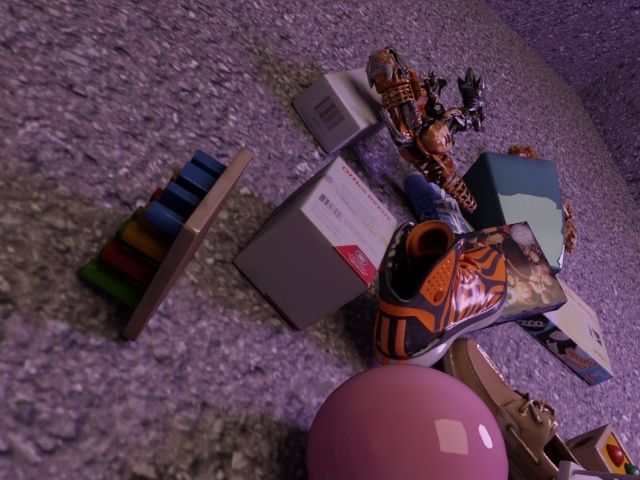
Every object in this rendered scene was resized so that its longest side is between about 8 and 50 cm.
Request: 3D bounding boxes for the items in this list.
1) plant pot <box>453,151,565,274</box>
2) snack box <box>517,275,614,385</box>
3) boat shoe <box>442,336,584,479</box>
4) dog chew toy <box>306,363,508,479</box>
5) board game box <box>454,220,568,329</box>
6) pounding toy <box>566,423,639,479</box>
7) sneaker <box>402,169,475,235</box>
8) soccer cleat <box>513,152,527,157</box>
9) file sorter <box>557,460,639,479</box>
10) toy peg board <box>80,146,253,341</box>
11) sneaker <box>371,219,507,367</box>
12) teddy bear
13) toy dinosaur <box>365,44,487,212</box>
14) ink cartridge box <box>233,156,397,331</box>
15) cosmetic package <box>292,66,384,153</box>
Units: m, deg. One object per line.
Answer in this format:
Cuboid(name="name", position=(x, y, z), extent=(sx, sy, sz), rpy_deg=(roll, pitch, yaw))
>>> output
Cuboid(name="plant pot", position=(0.378, -0.026, 1.356), extent=(0.166, 0.165, 0.234), rpy_deg=(5, 58, -18))
Cuboid(name="snack box", position=(0.509, 0.157, 1.491), extent=(0.322, 0.060, 0.187), rpy_deg=(38, 36, -24))
Cuboid(name="boat shoe", position=(0.312, 0.284, 1.051), extent=(0.341, 0.110, 0.122), rpy_deg=(57, 31, 4))
Cuboid(name="dog chew toy", position=(0.075, 0.288, 0.655), extent=(0.207, 0.207, 0.331), rpy_deg=(37, 43, -26))
Cuboid(name="board game box", position=(0.279, 0.064, 1.167), extent=(0.243, 0.042, 0.165), rpy_deg=(-11, 64, -21))
Cuboid(name="pounding toy", position=(0.461, 0.387, 1.168), extent=(0.206, 0.094, 0.181), rpy_deg=(-9, 68, -57))
Cuboid(name="sneaker", position=(0.228, -0.044, 1.289), extent=(0.211, 0.080, 0.081), rpy_deg=(51, 28, -3))
Cuboid(name="soccer cleat", position=(0.493, -0.063, 1.630), extent=(0.109, 0.116, 0.318), rpy_deg=(14, 49, -47))
Cuboid(name="file sorter", position=(0.405, 0.451, 0.860), extent=(0.193, 0.173, 0.277), rpy_deg=(33, 62, -30))
Cuboid(name="toy peg board", position=(-0.156, -0.015, 0.677), extent=(0.079, 0.160, 0.161), rpy_deg=(32, 35, -7))
Cuboid(name="sneaker", position=(0.189, 0.042, 0.986), extent=(0.321, 0.125, 0.180), rpy_deg=(-35, 134, -46))
Cuboid(name="teddy bear", position=(0.578, -0.102, 1.819), extent=(0.338, 0.113, 0.245), rpy_deg=(33, 43, -44))
Cuboid(name="toy dinosaur", position=(0.189, -0.200, 1.239), extent=(0.218, 0.164, 0.321), rpy_deg=(-43, 128, -43))
Cuboid(name="ink cartridge box", position=(0.000, 0.000, 0.888), extent=(0.128, 0.127, 0.176), rpy_deg=(48, 32, -9))
Cuboid(name="cosmetic package", position=(0.056, -0.242, 1.249), extent=(0.117, 0.085, 0.231), rpy_deg=(56, 29, 1))
